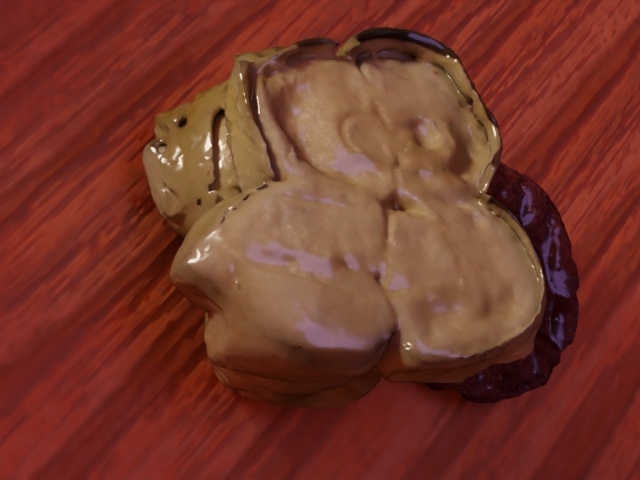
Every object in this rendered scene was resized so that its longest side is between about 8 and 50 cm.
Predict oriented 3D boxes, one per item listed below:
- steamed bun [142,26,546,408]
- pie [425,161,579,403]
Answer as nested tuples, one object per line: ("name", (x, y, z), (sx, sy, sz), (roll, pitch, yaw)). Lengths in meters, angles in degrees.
("steamed bun", (0.000, 0.000, 0.908), (0.192, 0.106, 0.177), (-13, 71, -34))
("pie", (0.082, 0.017, 1.029), (0.154, 0.038, 0.153), (19, 63, -42))
